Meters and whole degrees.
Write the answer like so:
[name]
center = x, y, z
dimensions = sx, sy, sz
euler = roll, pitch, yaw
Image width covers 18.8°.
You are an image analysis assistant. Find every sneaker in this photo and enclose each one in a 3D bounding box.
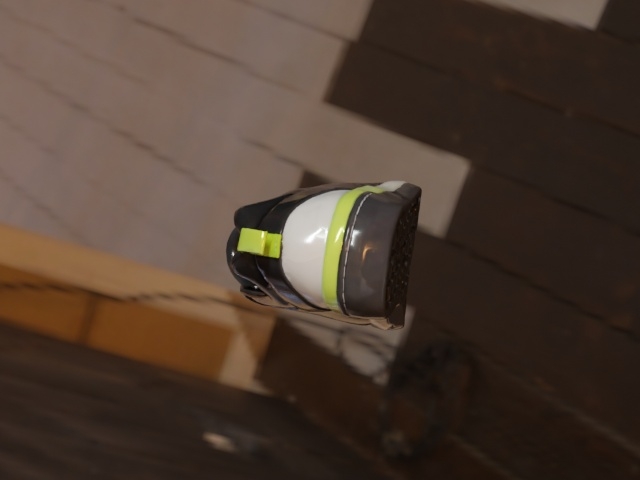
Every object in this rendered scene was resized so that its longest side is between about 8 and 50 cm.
[sneaker]
center = 0.000, 0.000, 1.050
dimensions = 0.235, 0.097, 0.084
euler = 38, -120, -82
